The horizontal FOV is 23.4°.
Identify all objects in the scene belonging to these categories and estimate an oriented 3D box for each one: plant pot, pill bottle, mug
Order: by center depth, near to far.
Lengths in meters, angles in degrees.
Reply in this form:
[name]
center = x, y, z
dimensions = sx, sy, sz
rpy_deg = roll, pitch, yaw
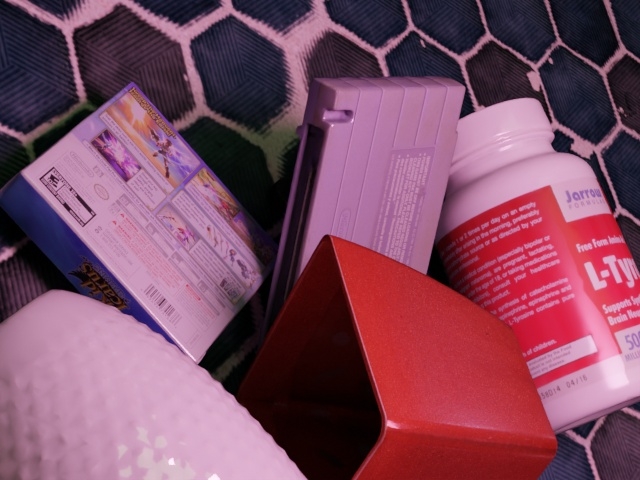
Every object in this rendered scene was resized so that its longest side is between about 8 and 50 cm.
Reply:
[mug]
center = -0.186, 0.213, 1.449
dimensions = 0.328, 0.276, 0.374
rpy_deg = 48, 12, 1
[plant pot]
center = 0.084, 0.191, 1.606
dimensions = 0.235, 0.267, 0.267
rpy_deg = 10, 40, -25
[pill bottle]
center = 0.283, 0.035, 1.996
dimensions = 0.229, 0.229, 0.408
rpy_deg = -10, 73, -46

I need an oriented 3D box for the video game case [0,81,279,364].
[video game case]
center = -0.188, -0.013, 1.682
dimensions = 0.269, 0.061, 0.244
rpy_deg = 49, 36, -7

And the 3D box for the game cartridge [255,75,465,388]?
[game cartridge]
center = 0.045, -0.014, 1.770
dimensions = 0.230, 0.068, 0.355
rpy_deg = -9, 117, -49

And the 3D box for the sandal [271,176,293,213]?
[sandal]
center = 0.000, 0.000, 1.896
dimensions = 0.179, 0.040, 0.067
rpy_deg = 51, 37, 8
